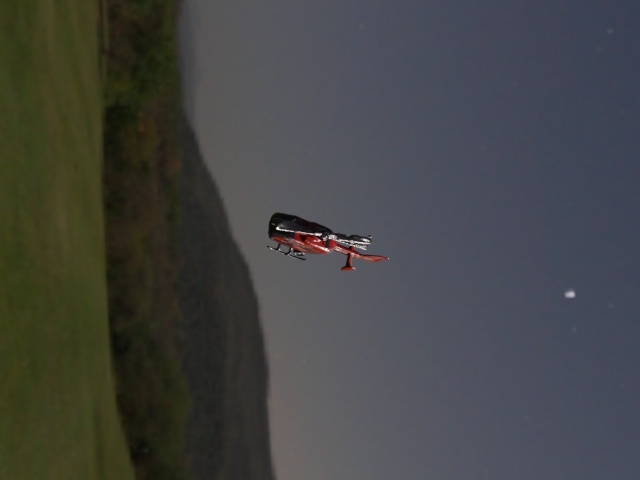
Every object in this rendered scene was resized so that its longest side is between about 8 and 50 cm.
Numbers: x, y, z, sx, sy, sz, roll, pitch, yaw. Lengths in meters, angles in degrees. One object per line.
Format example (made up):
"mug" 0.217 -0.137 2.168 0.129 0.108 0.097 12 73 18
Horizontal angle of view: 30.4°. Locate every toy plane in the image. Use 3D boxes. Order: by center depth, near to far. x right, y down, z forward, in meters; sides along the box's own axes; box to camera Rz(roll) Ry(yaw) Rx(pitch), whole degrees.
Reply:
"toy plane" 0.000 0.000 1.171 0.060 0.145 0.037 -12 -117 54
